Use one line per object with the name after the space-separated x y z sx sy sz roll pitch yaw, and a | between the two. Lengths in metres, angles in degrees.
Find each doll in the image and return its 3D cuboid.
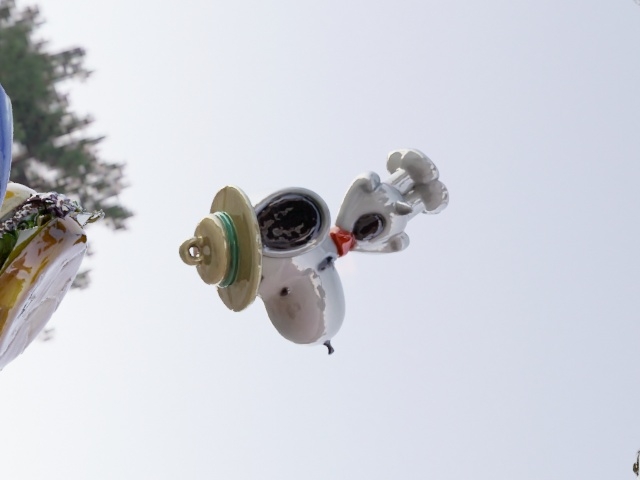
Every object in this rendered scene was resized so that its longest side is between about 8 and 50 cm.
-0.004 -0.021 1.344 0.208 0.271 0.144 45 -18 -22 | doll

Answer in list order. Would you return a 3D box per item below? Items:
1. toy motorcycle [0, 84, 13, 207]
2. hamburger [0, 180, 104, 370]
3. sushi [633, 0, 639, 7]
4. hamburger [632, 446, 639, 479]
-0.147 -0.116 0.431 0.113 0.169 0.315 12 -60 6 | toy motorcycle
-0.244 0.025 0.925 0.093 0.164 0.189 32 1 2 | hamburger
0.306 -0.238 1.035 0.078 0.150 0.090 35 -38 -7 | sushi
0.371 0.136 0.913 0.285 0.265 0.134 -35 -118 16 | hamburger
